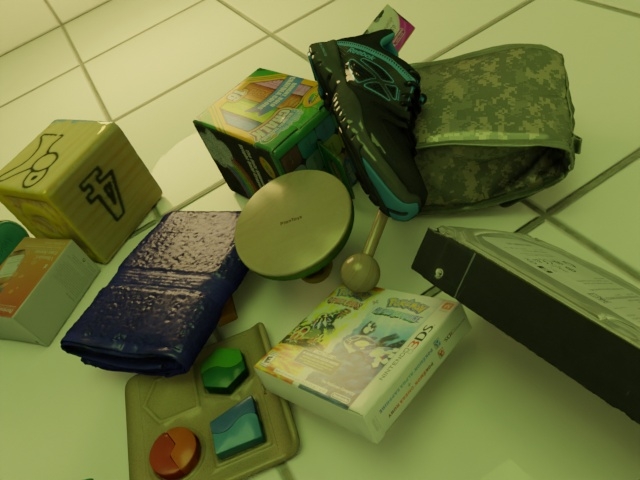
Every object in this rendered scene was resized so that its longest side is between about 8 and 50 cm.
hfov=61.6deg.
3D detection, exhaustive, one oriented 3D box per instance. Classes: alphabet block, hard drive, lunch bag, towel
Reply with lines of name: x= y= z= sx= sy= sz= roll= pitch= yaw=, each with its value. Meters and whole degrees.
alphabet block: x=-0.466 y=-0.099 z=1.041 sx=0.192 sy=0.193 sz=0.197 roll=9 pitch=53 yaw=31
hard drive: x=0.289 y=0.084 z=0.545 sx=0.339 sy=0.237 sz=0.064 roll=38 pitch=115 yaw=42
lunch bag: x=0.243 y=-0.173 z=0.835 sx=0.287 sy=0.169 sz=0.235 roll=-4 pitch=49 yaw=25
towel: x=-0.225 y=0.073 z=0.845 sx=0.227 sy=0.076 sz=0.308 roll=3 pitch=43 yaw=23

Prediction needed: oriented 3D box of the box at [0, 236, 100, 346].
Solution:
box: x=-0.507 y=0.087 z=0.954 sx=0.130 sy=0.091 sz=0.170 roll=2 pitch=49 yaw=24

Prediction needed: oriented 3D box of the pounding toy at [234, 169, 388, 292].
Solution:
pounding toy: x=0.000 y=0.000 z=0.791 sx=0.237 sy=0.110 sz=0.183 roll=7 pitch=62 yaw=28

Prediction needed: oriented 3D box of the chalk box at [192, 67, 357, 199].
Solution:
chalk box: x=-0.044 y=-0.158 z=0.934 sx=0.289 sy=0.180 sz=0.179 roll=27 pitch=63 yaw=37

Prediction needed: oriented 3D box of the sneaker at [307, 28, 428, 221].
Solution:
sneaker: x=0.085 y=-0.178 z=0.722 sx=0.139 sy=0.125 sz=0.341 roll=-19 pitch=56 yaw=2

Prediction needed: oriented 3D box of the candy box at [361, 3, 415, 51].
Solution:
candy box: x=0.062 y=-0.303 z=1.006 sx=0.159 sy=0.071 sz=0.233 roll=-58 pitch=9 yaw=-30

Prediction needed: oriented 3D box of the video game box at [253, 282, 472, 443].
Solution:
video game box: x=0.047 y=0.132 z=0.655 sx=0.187 sy=0.048 sz=0.205 roll=-38 pitch=27 yaw=-32

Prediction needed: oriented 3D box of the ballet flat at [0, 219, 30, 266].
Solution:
ballet flat: x=-0.657 y=0.111 z=0.992 sx=0.123 sy=0.123 sz=0.348 roll=-6 pitch=47 yaw=17

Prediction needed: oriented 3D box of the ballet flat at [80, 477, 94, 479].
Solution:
ballet flat: x=-0.365 y=0.361 z=0.658 sx=0.221 sy=0.077 sz=0.079 roll=-21 pitch=62 yaw=9

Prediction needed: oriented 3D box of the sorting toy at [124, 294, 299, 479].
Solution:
sorting toy: x=-0.172 y=0.197 z=0.746 sx=0.229 sy=0.041 sz=0.307 roll=-25 pitch=44 yaw=-1
